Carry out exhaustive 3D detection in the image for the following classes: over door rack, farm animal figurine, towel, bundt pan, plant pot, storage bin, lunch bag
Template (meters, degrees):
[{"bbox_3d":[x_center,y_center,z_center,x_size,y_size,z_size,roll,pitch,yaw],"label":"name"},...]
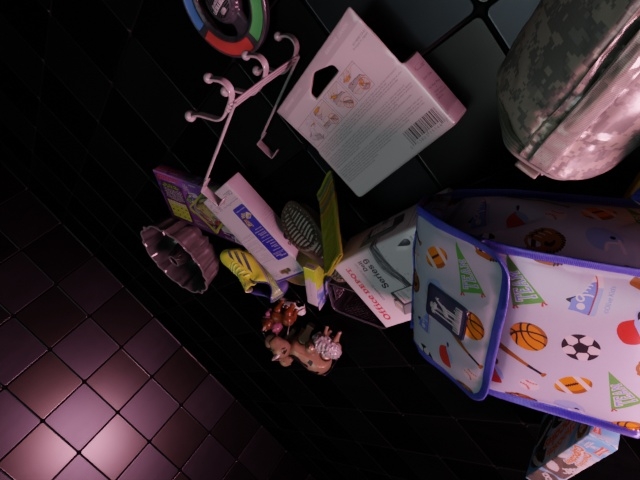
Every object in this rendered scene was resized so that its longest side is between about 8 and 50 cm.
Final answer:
[{"bbox_3d":[-0.170,-0.258,0.933,0.108,0.239,0.324,34,143,7],"label":"over door rack"},{"bbox_3d":[-0.094,0.372,1.554,0.327,0.172,0.330,26,154,10],"label":"farm animal figurine"},{"bbox_3d":[0.019,-0.044,1.021,0.021,0.237,0.102,5,146,-14],"label":"towel"},{"bbox_3d":[-0.515,0.041,1.669,0.331,0.124,0.331,24,141,22],"label":"bundt pan"},{"bbox_3d":[-0.098,0.042,1.362,0.236,0.032,0.236,26,142,22],"label":"plant pot"},{"bbox_3d":[0.121,0.156,1.234,0.180,0.084,0.122,16,138,32],"label":"storage bin"},{"bbox_3d":[0.345,-0.229,0.472,0.212,0.256,0.305,35,144,8],"label":"lunch bag"},{"bbox_3d":[0.338,0.100,0.720,0.385,0.239,0.328,12,126,25],"label":"lunch bag"}]

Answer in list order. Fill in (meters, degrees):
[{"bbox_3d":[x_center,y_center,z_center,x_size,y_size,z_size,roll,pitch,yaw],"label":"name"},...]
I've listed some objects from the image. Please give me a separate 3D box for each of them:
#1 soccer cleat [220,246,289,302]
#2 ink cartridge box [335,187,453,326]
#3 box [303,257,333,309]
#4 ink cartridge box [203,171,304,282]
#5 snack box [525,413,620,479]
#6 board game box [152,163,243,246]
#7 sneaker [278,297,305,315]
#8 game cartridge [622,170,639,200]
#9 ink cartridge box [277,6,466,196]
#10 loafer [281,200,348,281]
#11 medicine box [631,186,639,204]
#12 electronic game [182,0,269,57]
[{"bbox_3d":[-0.243,0.114,1.494,0.289,0.121,0.093,25,142,21],"label":"soccer cleat"},{"bbox_3d":[0.208,0.050,0.964,0.289,0.121,0.211,-29,107,40],"label":"ink cartridge box"},{"bbox_3d":[0.000,0.106,1.271,0.042,0.109,0.178,19,139,22],"label":"box"},{"bbox_3d":[-0.177,-0.029,1.271,0.332,0.065,0.165,50,142,-14],"label":"ink cartridge box"},{"bbox_3d":[0.582,0.432,1.008,0.060,0.187,0.322,27,142,20],"label":"snack box"},{"bbox_3d":[-0.388,-0.118,1.452,0.347,0.056,0.208,21,144,26],"label":"board game box"},{"bbox_3d":[-0.098,0.222,1.553,0.109,0.040,0.043,21,130,18],"label":"sneaker"},{"bbox_3d":[0.600,0.015,0.677,0.285,0.052,0.323,26,139,20],"label":"game cartridge"},{"bbox_3d":[0.082,-0.252,0.854,0.261,0.066,0.296,46,144,-6],"label":"ink cartridge box"},{"bbox_3d":[0.000,0.000,1.175,0.268,0.092,0.102,49,117,15],"label":"loafer"},{"bbox_3d":[0.547,-0.073,0.430,0.263,0.149,0.289,36,107,7],"label":"medicine box"},{"bbox_3d":[-0.196,-0.484,0.885,0.229,0.048,0.229,24,141,22],"label":"electronic game"}]
